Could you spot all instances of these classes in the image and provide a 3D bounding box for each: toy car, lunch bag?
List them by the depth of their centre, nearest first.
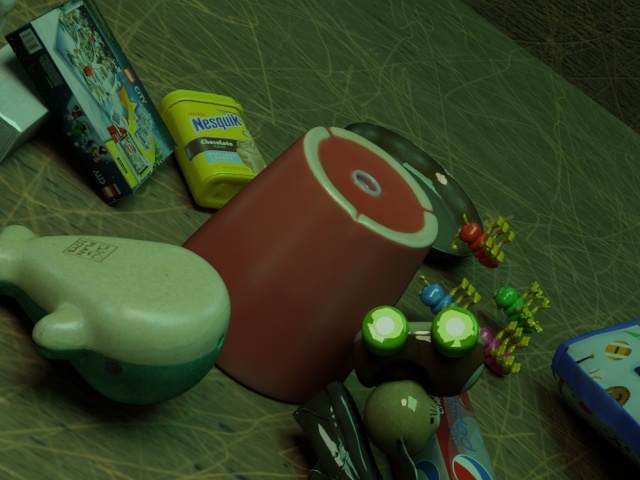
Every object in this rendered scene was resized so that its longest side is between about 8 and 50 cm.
[{"bbox_3d":[0.107,0.186,1.127,0.148,0.155,0.189,1,66,5],"label":"toy car"},{"bbox_3d":[0.561,0.279,1.497,0.385,0.239,0.328,19,15,-24],"label":"lunch bag"}]

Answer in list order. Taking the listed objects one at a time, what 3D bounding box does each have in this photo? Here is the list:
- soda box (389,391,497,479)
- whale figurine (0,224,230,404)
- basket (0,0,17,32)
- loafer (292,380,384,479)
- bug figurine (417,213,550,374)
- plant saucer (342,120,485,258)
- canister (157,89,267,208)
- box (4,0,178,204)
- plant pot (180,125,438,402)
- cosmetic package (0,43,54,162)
[{"bbox_3d":[0.144,0.268,1.223,0.092,0.083,0.263,24,32,-29],"label":"soda box"},{"bbox_3d":[-0.228,0.073,1.040,0.271,0.141,0.216,17,28,9],"label":"whale figurine"},{"bbox_3d":[-0.499,-0.255,0.938,0.331,0.328,0.266,48,32,12],"label":"basket"},{"bbox_3d":[0.027,0.265,1.115,0.080,0.078,0.220,54,15,-62],"label":"loafer"},{"bbox_3d":[0.247,0.089,1.565,0.216,0.072,0.279,52,38,-8],"label":"bug figurine"},{"bbox_3d":[0.145,-0.077,1.736,0.310,0.050,0.311,29,30,-19],"label":"plant saucer"},{"bbox_3d":[-0.144,-0.123,1.421,0.126,0.073,0.170,4,44,-37],"label":"canister"},{"bbox_3d":[-0.279,-0.181,1.284,0.233,0.044,0.159,61,23,-17],"label":"box"},{"bbox_3d":[-0.008,0.014,1.231,0.274,0.243,0.275,29,31,-19],"label":"plant pot"},{"bbox_3d":[-0.368,-0.187,1.269,0.099,0.060,0.239,40,29,-9],"label":"cosmetic package"}]
